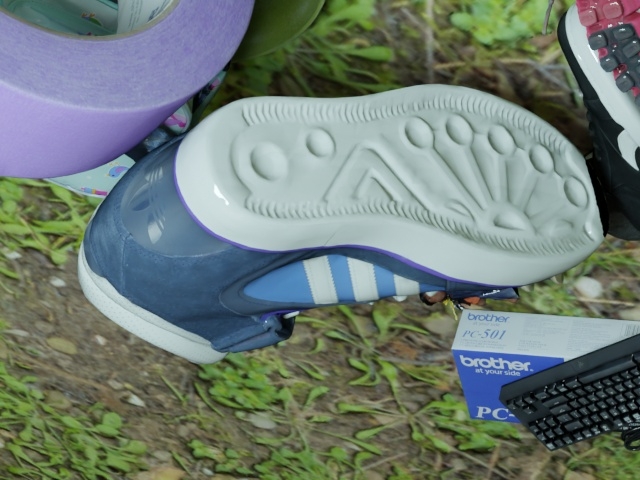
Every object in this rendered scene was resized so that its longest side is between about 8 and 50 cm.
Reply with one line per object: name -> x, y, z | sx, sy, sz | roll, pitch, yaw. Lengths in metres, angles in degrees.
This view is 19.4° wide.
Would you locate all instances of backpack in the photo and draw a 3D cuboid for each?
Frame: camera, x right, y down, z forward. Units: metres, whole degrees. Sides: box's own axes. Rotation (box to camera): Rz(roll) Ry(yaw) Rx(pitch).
backpack -> -0.152, -0.113, 1.250 | 0.166, 0.144, 0.188 | 21, 148, -12

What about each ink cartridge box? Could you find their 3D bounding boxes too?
ink cartridge box -> 0.217, 0.108, 1.504 | 0.207, 0.046, 0.097 | 4, 139, 21

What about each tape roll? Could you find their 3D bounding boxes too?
tape roll -> -0.173, -0.177, 1.063 | 0.275, 0.275, 0.090 | 34, 140, -19

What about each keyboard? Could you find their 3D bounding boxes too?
keyboard -> 0.235, 0.128, 1.463 | 0.108, 0.023, 0.180 | 40, 138, -23

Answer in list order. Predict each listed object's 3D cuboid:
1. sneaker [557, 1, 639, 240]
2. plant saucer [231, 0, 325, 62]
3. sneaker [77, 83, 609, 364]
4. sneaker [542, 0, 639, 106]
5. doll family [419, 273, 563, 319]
sneaker -> 0.195, -0.066, 1.264 | 0.121, 0.079, 0.217 | -19, 130, 39
plant saucer -> -0.104, -0.215, 1.244 | 0.241, 0.037, 0.241 | 12, 142, 10
sneaker -> 0.000, 0.000, 1.233 | 0.323, 0.130, 0.236 | 3, 156, -33
sneaker -> 0.156, -0.209, 1.086 | 0.121, 0.112, 0.299 | -24, 113, 32
doll family -> 0.097, 0.011, 1.413 | 0.111, 0.076, 0.193 | -19, 132, 34
